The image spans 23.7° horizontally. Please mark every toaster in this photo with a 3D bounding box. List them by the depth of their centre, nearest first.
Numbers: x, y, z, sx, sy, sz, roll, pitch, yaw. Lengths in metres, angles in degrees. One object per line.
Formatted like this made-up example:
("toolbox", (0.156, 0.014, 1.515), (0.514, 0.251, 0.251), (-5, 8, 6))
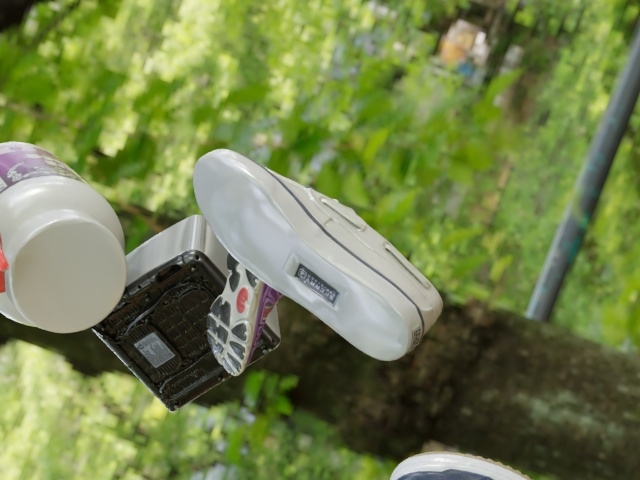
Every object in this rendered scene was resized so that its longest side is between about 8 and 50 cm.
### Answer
("toaster", (-0.163, 0.080, 1.756), (0.168, 0.186, 0.110), (-34, 25, 15))

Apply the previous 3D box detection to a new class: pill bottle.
("pill bottle", (-0.313, -0.002, 1.690), (0.301, 0.169, 0.169), (34, 105, 62))

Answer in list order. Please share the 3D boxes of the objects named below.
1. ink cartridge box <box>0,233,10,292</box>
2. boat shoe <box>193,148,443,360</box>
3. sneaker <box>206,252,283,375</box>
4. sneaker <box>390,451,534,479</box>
("ink cartridge box", (-0.395, -0.004, 1.502), (0.231, 0.134, 0.078), (-124, 28, -44))
("boat shoe", (0.000, 0.000, 1.426), (0.088, 0.267, 0.096), (-37, -22, -47))
("sneaker", (-0.065, 0.066, 1.578), (0.071, 0.068, 0.170), (-7, -54, -42))
("sneaker", (0.171, 0.293, 1.266), (0.099, 0.282, 0.153), (-61, -1, 36))
